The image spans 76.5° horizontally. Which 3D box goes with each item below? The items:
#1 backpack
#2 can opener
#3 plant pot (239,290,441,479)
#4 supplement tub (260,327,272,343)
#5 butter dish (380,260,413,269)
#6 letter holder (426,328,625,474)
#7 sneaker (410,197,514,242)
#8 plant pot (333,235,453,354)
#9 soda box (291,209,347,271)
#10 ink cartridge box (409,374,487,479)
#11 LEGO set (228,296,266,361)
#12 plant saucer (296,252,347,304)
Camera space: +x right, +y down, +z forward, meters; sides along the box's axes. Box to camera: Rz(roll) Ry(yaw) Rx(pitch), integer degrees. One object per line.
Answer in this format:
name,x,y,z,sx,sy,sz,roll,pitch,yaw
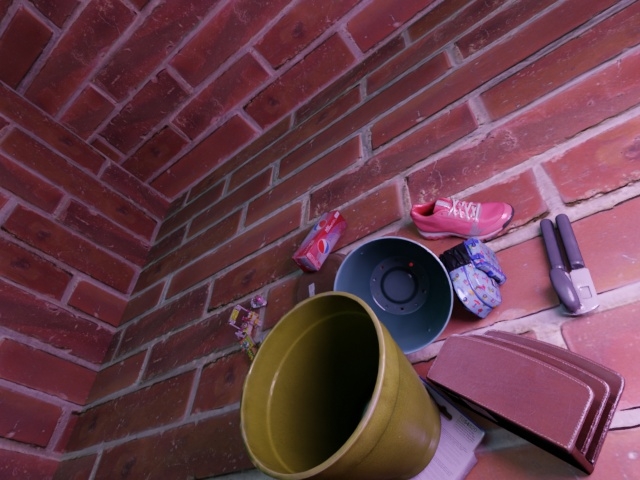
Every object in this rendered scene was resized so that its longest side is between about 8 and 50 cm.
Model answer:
backpack,0.400,0.102,1.036,0.117,0.158,0.173,-36,38,30
can opener,0.573,0.042,0.953,0.076,0.095,0.284,-22,43,33
plant pot,0.080,0.356,0.889,0.366,0.353,0.367,-30,38,27
supplement tub,-0.164,0.356,1.498,0.107,0.071,0.071,-38,36,17
butter dish,0.221,0.090,1.282,0.160,0.118,0.160,-43,35,10
letter holder,0.420,0.282,0.846,0.301,0.152,0.214,14,66,53
sneaker,0.405,-0.072,1.216,0.313,0.136,0.116,-6,54,45
plant pot,0.204,0.136,1.105,0.292,0.235,0.293,0,90,16
soda box,0.000,0.000,1.598,0.092,0.083,0.263,-9,37,47
ink cartridge box,0.245,0.471,0.949,0.224,0.045,0.223,-51,33,-4
LEGO set,-0.300,0.353,1.621,0.132,0.107,0.287,-29,39,27
plant saucer,0.008,0.160,1.524,0.277,0.041,0.278,-29,40,27
